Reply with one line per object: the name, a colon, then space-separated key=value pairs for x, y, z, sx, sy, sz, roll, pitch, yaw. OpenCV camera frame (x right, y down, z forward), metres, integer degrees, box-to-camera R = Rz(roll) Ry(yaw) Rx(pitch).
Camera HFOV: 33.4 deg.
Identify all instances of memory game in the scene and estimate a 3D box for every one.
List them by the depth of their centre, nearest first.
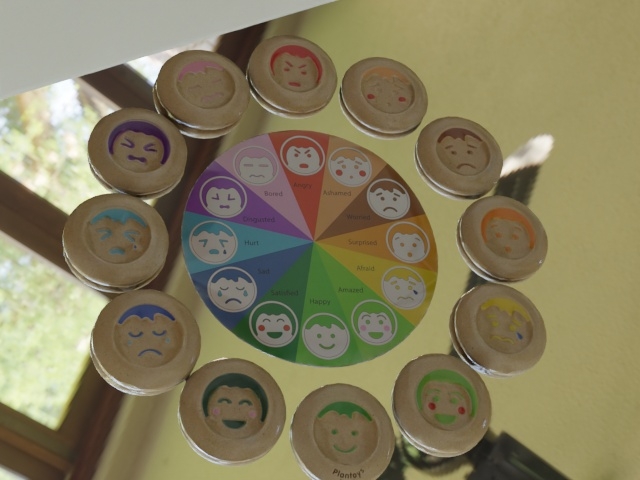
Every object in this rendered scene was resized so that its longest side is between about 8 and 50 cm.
memory game: x=0.000 y=0.000 z=0.392 sx=0.012 sy=0.186 sz=0.186 roll=118 pitch=-10 yaw=-59

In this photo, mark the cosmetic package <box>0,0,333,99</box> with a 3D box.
cosmetic package: x=-0.109 y=-0.180 z=0.532 sx=0.160 sy=0.309 sz=0.113 roll=45 pitch=-39 yaw=24
